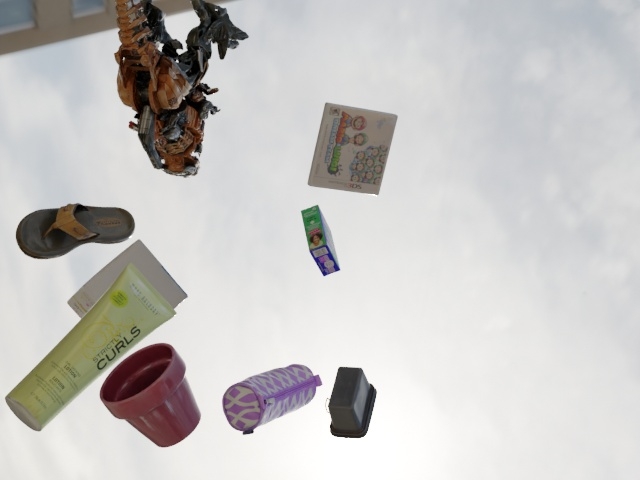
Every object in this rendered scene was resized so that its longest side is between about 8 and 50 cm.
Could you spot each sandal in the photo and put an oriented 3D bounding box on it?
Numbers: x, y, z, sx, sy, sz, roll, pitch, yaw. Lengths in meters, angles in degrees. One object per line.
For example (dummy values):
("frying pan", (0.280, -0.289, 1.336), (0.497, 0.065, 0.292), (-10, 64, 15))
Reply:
("sandal", (-0.402, -0.025, 1.661), (0.060, 0.219, 0.090), (-44, -119, 46))

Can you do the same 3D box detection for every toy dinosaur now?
("toy dinosaur", (-0.204, -0.226, 1.349), (0.164, 0.218, 0.322), (17, -33, -1))

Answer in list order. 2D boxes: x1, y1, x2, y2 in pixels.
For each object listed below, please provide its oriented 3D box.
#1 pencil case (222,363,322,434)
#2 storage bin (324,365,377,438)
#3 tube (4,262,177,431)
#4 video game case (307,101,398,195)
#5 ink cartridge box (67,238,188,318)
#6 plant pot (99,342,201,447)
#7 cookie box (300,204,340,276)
("pencil case", (-0.083, 0.262, 1.687), (0.088, 0.206, 0.086), (-27, -97, 26))
("storage bin", (0.054, 0.330, 2.077), (0.098, 0.135, 0.091), (1, -44, 19))
("tube", (-0.290, 0.135, 1.259), (0.062, 0.240, 0.070), (21, -39, 31))
("video game case", (0.059, -0.167, 1.833), (0.019, 0.143, 0.157), (-134, -126, -63))
("ink cartridge box", (-0.440, 0.131, 2.244), (0.171, 0.168, 0.232), (49, -25, -6))
("plant pot", (-0.371, 0.363, 2.263), (0.201, 0.201, 0.180), (2, -50, 49))
("cookie box", (0.000, 0.000, 1.947), (0.092, 0.040, 0.107), (62, 11, -50))
